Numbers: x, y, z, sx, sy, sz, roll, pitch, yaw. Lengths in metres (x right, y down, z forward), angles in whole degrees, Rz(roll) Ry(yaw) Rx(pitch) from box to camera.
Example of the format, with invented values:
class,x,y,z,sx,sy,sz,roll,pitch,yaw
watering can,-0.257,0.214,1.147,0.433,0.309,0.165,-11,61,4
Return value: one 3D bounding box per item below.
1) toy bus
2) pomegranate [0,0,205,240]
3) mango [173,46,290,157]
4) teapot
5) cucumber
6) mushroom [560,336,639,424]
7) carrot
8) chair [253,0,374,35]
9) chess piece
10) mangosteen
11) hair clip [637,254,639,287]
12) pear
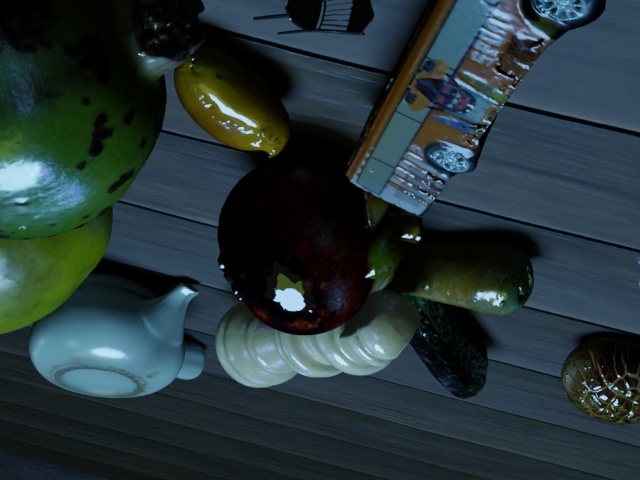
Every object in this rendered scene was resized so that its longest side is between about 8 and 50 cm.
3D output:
class,x,y,z,sx,sy,sz,roll,pitch,yaw
toy bus,0.111,-0.135,0.783,0.092,0.093,0.409,24,155,-3
pomegranate,-0.218,-0.130,0.829,0.271,0.254,0.254,-19,146,15
mango,-0.076,-0.122,0.956,0.077,0.063,0.127,-4,145,46
teapot,-0.279,0.148,1.553,0.220,0.149,0.318,6,155,-1
cucumber,0.139,0.112,1.329,0.074,0.074,0.241,0,151,29
mushroom,0.346,0.166,1.308,0.126,0.085,0.109,1,152,16
carrot,0.080,0.024,1.192,0.298,0.078,0.078,9,156,28
chair,-0.007,-0.174,0.832,0.086,0.037,0.042,3,165,33
chess piece,-0.001,0.110,1.281,0.117,0.117,0.397,25,163,-20
mangosteen,0.000,0.000,1.074,0.200,0.199,0.200,12,156,6
hair clip,0.385,0.054,1.091,0.172,0.049,0.116,21,160,-20
pear,-0.329,-0.035,1.078,0.253,0.253,0.307,24,165,-19
